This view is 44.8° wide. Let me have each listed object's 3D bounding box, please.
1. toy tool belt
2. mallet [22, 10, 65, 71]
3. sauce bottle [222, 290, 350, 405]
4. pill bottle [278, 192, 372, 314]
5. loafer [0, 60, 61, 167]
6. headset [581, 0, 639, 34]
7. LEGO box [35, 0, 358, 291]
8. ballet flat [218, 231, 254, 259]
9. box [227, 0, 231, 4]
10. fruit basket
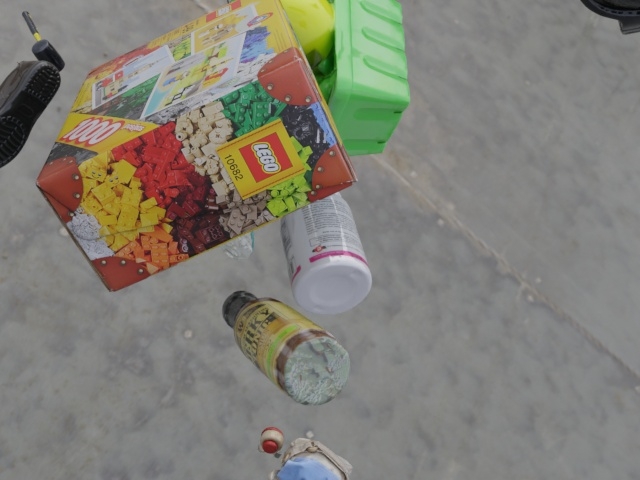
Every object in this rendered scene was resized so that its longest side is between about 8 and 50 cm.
[{"bbox_3d":[-0.016,0.191,0.640,0.083,0.052,0.051,29,30,-6],"label":"toy tool belt"},{"bbox_3d":[-0.547,-0.395,1.492,0.039,0.062,0.190,-34,60,-4],"label":"mallet"},{"bbox_3d":[-0.073,0.154,1.230,0.111,0.344,0.111,-4,101,-25],"label":"sauce bottle"},{"bbox_3d":[0.000,0.000,1.608,0.160,0.160,0.283,12,40,-25],"label":"pill bottle"},{"bbox_3d":[-0.512,-0.203,1.265,0.078,0.080,0.220,28,76,34],"label":"loafer"},{"bbox_3d":[0.261,-0.329,0.716,0.394,0.185,0.244,1,82,-71],"label":"headset"},{"bbox_3d":[-0.183,-0.187,1.199,0.500,0.372,0.193,-106,171,-61],"label":"LEGO box"},{"bbox_3d":[-0.265,-0.142,1.710,0.147,0.147,0.409,-19,97,-39],"label":"ballet flat"},{"bbox_3d":[-0.147,-0.519,1.780,0.058,0.232,0.087,-23,114,-16],"label":"box"},{"bbox_3d":[-0.018,-0.374,1.558,0.392,0.283,0.392,9,55,-14],"label":"fruit basket"}]
